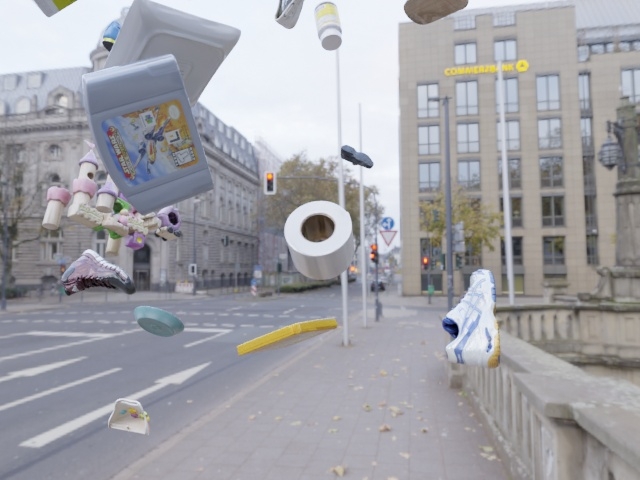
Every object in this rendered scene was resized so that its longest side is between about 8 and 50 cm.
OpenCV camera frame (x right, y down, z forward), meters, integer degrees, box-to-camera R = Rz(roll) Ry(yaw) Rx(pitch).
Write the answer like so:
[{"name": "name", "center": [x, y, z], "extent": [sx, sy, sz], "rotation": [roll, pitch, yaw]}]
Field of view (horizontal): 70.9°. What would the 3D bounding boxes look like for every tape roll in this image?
[{"name": "tape roll", "center": [0.000, 0.000, 1.657], "extent": [0.246, 0.246, 0.169], "rotation": [-1, -35, 7]}]

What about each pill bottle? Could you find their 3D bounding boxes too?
[{"name": "pill bottle", "center": [0.038, -1.009, 2.119], "extent": [0.119, 0.208, 0.119], "rotation": [-7, -21, -3]}]

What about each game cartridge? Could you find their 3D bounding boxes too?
[{"name": "game cartridge", "center": [-0.348, -0.202, 0.916], "extent": [0.198, 0.297, 0.062], "rotation": [-29, 39, -25]}, {"name": "game cartridge", "center": [-0.122, 0.379, 1.774], "extent": [0.285, 0.052, 0.324], "rotation": [-26, -15, 24]}]

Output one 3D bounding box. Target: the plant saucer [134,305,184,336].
[{"name": "plant saucer", "center": [-0.372, 0.191, 1.027], "extent": [0.119, 0.021, 0.119], "rotation": [9, -39, 8]}]

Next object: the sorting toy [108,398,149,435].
[{"name": "sorting toy", "center": [-0.386, 0.352, 0.916], "extent": [0.083, 0.075, 0.045], "rotation": [10, 33, 3]}]

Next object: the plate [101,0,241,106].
[{"name": "plate", "center": [-0.352, -0.410, 1.061], "extent": [0.278, 0.045, 0.277], "rotation": [-39, -17, 36]}]

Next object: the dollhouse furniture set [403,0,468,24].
[{"name": "dollhouse furniture set", "center": [0.163, -0.695, 0.889], "extent": [0.394, 0.362, 0.256], "rotation": [30, -5, -27]}]

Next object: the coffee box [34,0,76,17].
[{"name": "coffee box", "center": [-0.879, -0.989, 1.419], "extent": [0.337, 0.334, 0.338], "rotation": [43, -13, 32]}]

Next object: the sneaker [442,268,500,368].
[{"name": "sneaker", "center": [0.368, 0.177, 1.114], "extent": [0.131, 0.112, 0.296], "rotation": [-3, 36, 19]}]

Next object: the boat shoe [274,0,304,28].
[{"name": "boat shoe", "center": [-0.104, -0.959, 1.710], "extent": [0.098, 0.277, 0.096], "rotation": [29, 19, 31]}]

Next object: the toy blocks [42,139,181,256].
[{"name": "toy blocks", "center": [-0.629, -0.138, 1.405], "extent": [0.309, 0.260, 0.288], "rotation": [-14, -30, 24]}]

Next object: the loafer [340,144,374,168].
[{"name": "loafer", "center": [0.159, -0.354, 1.964], "extent": [0.170, 0.061, 0.062], "rotation": [37, 51, 23]}]

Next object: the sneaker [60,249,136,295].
[{"name": "sneaker", "center": [-0.759, 0.147, 1.512], "extent": [0.281, 0.106, 0.162], "rotation": [23, 48, 29]}]

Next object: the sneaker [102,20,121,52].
[{"name": "sneaker", "center": [-0.597, -0.579, 1.359], "extent": [0.069, 0.082, 0.209], "rotation": [13, -9, -8]}]
